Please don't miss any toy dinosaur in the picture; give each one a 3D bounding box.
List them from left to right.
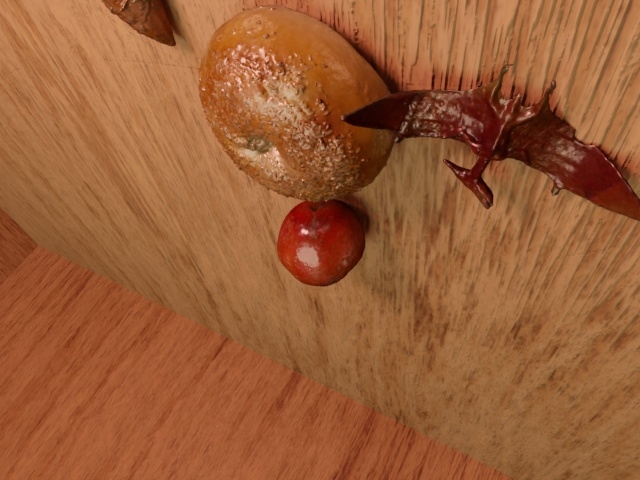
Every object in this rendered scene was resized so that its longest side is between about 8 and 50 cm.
[{"bbox_3d":[0.197,-0.108,0.635,0.327,0.113,0.206,34,143,-18],"label":"toy dinosaur"}]

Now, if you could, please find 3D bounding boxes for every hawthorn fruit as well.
[{"bbox_3d":[0.000,0.000,1.001,0.172,0.173,0.173,25,152,14],"label":"hawthorn fruit"}]

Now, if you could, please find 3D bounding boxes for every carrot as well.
[{"bbox_3d":[-0.297,-0.385,0.765,0.101,0.102,0.263,8,151,38],"label":"carrot"}]

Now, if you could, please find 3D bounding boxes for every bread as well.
[{"bbox_3d":[-0.044,-0.173,0.762,0.305,0.159,0.306,25,154,13],"label":"bread"}]
